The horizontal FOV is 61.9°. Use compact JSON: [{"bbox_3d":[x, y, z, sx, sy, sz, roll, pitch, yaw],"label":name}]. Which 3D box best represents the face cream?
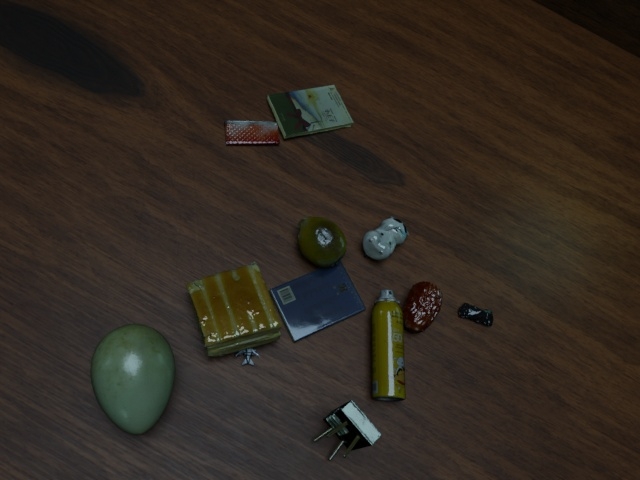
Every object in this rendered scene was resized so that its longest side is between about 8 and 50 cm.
[{"bbox_3d":[0.214,0.325,1.696,0.105,0.105,0.348,6,65,-9],"label":"face cream"}]

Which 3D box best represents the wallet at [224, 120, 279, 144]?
[{"bbox_3d":[-0.252,-0.395,1.964,0.197,0.020,0.103,-2,66,-13],"label":"wallet"}]

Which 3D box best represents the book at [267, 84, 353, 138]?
[{"bbox_3d":[-0.040,-0.497,2.047,0.289,0.026,0.201,-17,69,-21],"label":"book"}]

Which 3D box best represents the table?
[{"bbox_3d":[0.060,0.542,1.489,0.111,0.240,0.121,-37,77,-24],"label":"table"}]

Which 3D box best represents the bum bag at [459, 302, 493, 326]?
[{"bbox_3d":[0.536,0.253,1.836,0.124,0.034,0.057,20,73,-2],"label":"bum bag"}]

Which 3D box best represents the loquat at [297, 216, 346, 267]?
[{"bbox_3d":[0.000,0.000,1.775,0.152,0.152,0.195,-34,85,-23],"label":"loquat"}]

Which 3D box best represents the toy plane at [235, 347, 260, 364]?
[{"bbox_3d":[-0.222,0.340,1.636,0.079,0.031,0.083,9,66,-26],"label":"toy plane"}]

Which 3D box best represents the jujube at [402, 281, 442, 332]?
[{"bbox_3d":[0.334,0.223,1.772,0.112,0.109,0.176,15,67,35],"label":"jujube"}]

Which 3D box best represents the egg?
[{"bbox_3d":[-0.507,0.375,1.454,0.218,0.218,0.295,-4,76,-14],"label":"egg"}]

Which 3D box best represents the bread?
[{"bbox_3d":[-0.267,0.207,1.626,0.239,0.111,0.246,-12,58,-19],"label":"bread"}]

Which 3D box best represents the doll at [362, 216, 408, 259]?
[{"bbox_3d":[0.227,-0.011,1.848,0.181,0.107,0.110,-38,87,-24],"label":"doll"}]

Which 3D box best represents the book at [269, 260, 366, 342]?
[{"bbox_3d":[-0.008,0.195,1.751,0.269,0.025,0.191,-22,74,-20],"label":"book"}]
